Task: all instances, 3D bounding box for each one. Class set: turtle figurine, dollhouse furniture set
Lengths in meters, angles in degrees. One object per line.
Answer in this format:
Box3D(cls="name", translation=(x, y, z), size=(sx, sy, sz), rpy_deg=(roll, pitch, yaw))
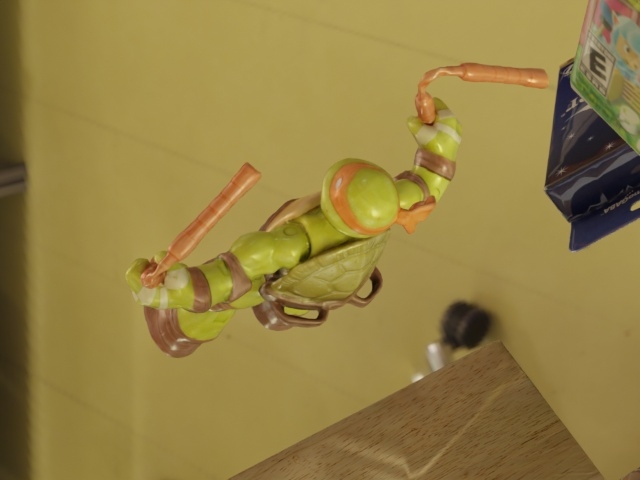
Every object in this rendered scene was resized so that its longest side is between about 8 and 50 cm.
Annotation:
Box3D(cls="turtle figurine", translation=(0.000, 0.000, 0.839), size=(0.087, 0.269, 0.217), rpy_deg=(57, 149, 3))
Box3D(cls="dollhouse furniture set", translation=(0.040, 0.147, 0.413), size=(0.144, 0.123, 0.151), rpy_deg=(56, 169, 46))

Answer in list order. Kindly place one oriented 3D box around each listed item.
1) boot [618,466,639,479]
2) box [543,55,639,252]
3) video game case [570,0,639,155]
Box3D(cls="boot", translation=(0.268, 0.138, 0.853), size=(0.305, 0.112, 0.115), rpy_deg=(-47, 61, 40))
Box3D(cls="box", translation=(0.212, -0.089, 0.986), size=(0.136, 0.225, 0.036), rpy_deg=(-31, 112, 26))
Box3D(cls="video game case", translation=(0.176, -0.048, 0.545), size=(0.212, 0.023, 0.193), rpy_deg=(51, 160, 25))
